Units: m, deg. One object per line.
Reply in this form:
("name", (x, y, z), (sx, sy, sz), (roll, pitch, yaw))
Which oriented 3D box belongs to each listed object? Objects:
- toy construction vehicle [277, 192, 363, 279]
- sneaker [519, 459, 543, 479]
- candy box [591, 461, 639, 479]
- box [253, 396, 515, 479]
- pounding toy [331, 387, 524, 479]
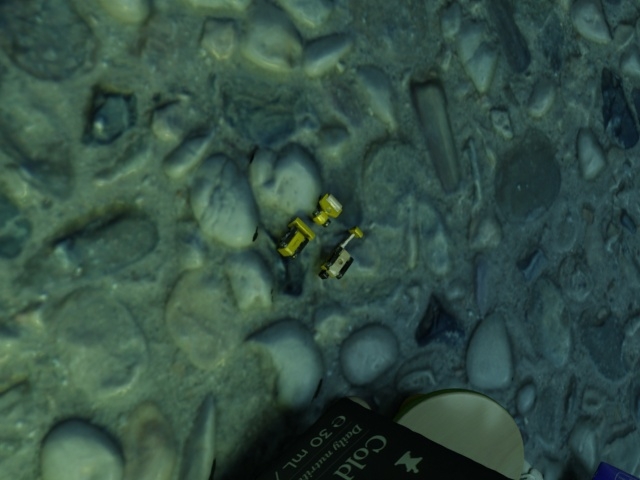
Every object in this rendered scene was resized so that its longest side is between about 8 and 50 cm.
("toy construction vehicle", (0.000, 0.000, 0.927), (0.086, 0.035, 0.098), (43, 61, -16))
("sneaker", (0.260, 0.352, 1.058), (0.232, 0.090, 0.115), (36, 46, -65))
("candy box", (0.438, 0.497, 1.063), (0.317, 0.268, 0.122), (-38, 140, -40))
("box", (0.050, 0.440, 0.619), (0.480, 0.472, 0.297), (-39, 120, -26))
("pounding toy", (0.122, 0.257, 0.982), (0.237, 0.110, 0.182), (-2, 101, -9))
